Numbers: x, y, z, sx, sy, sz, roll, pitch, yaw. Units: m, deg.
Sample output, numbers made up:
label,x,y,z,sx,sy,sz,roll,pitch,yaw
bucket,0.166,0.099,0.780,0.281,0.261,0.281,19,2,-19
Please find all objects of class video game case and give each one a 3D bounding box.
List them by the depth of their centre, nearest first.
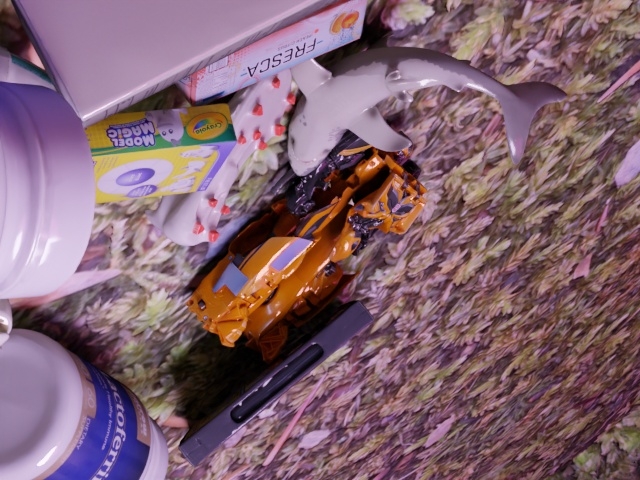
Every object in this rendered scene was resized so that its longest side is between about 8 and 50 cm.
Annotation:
label,x,y,z,sx,sy,sz,roll,pitch,yaw
video game case,-0.051,0.160,1.687,0.248,0.035,0.275,-39,179,-4

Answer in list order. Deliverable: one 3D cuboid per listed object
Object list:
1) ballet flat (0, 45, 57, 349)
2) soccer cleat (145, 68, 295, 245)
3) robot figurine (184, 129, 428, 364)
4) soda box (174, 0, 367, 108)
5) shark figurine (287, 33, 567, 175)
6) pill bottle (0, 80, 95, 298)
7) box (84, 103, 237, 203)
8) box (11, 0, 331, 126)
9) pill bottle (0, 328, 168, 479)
label,x,y,z,sx,sy,sz,roll,pitch,yaw
ballet flat,-0.291,0.024,1.180,0.139,0.139,0.400,-9,136,-46
soccer cleat,-0.095,-0.088,1.367,0.196,0.076,0.068,-60,150,-6
robot figurine,0.000,0.000,1.587,0.291,0.085,0.211,-45,154,7
soda box,-0.050,-0.183,1.279,0.183,0.063,0.058,-26,151,-26
shark figurine,0.082,-0.160,1.414,0.116,0.278,0.166,-66,142,-48
pill bottle,-0.311,-0.031,0.870,0.334,0.188,0.188,-2,134,-43
box,-0.171,-0.070,1.250,0.179,0.043,0.105,-6,160,-23
box,-0.096,-0.187,1.035,0.232,0.126,0.148,-28,-174,-8
pill bottle,-0.258,0.195,1.470,0.153,0.153,0.264,-41,154,0
